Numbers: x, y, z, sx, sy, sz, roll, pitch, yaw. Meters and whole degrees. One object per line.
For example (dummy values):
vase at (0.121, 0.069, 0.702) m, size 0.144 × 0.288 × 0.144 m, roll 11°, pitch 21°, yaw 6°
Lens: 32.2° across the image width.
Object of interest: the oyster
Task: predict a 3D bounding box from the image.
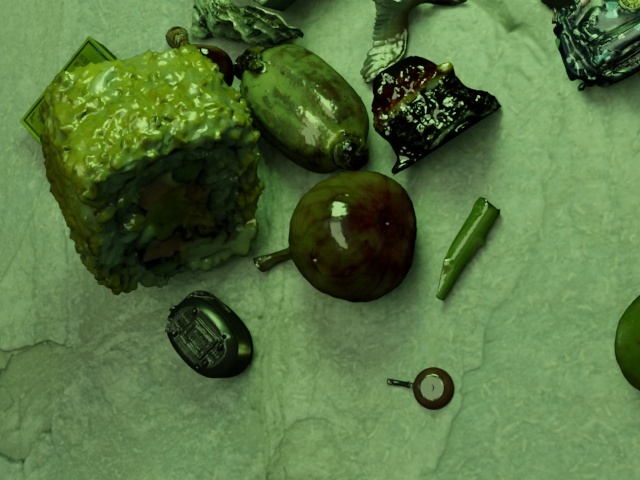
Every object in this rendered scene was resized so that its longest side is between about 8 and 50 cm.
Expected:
oyster at (-0.138, -0.393, 1.962) m, size 0.252 × 0.199 × 0.087 m, roll 15°, pitch 94°, yaw 13°

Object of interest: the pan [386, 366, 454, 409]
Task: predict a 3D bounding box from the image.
pan at (0.157, 0.235, 1.784) m, size 0.115 × 0.023 × 0.068 m, roll 5°, pitch 82°, yaw 23°

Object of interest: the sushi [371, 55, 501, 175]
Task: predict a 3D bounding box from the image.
sushi at (0.162, -0.222, 1.807) m, size 0.172 × 0.153 × 0.150 m, roll -34°, pitch 88°, yaw 34°

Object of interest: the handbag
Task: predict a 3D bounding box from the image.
handbag at (0.491, -0.342, 1.714) m, size 0.260 × 0.113 × 0.162 m, roll -26°, pitch 77°, yaw 8°

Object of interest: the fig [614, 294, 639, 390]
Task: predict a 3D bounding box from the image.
fig at (0.520, 0.148, 1.571) m, size 0.181 × 0.191 × 0.181 m, roll 0°, pitch 88°, yaw -11°

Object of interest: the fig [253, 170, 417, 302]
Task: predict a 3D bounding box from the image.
fig at (0.000, 0.000, 1.829) m, size 0.321 × 0.217 × 0.217 m, roll -9°, pitch 75°, yaw 44°

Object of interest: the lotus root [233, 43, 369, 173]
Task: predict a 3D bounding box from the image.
lotus root at (-0.023, -0.213, 1.880) m, size 0.173 × 0.173 × 0.309 m, roll -47°, pitch 62°, yaw 8°

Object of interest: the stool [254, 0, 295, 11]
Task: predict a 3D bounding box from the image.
stool at (-0.060, -0.574, 1.917) m, size 0.270 × 0.170 × 0.243 m, roll -37°, pitch 91°, yaw 14°

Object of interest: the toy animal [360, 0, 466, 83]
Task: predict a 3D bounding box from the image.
toy animal at (0.140, -0.403, 1.867) m, size 0.197 × 0.160 × 0.272 m, roll 5°, pitch 88°, yaw 22°

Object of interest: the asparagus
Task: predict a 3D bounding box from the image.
asparagus at (0.229, 0.015, 1.790) m, size 0.045 × 0.041 × 0.178 m, roll 30°, pitch 93°, yaw -20°

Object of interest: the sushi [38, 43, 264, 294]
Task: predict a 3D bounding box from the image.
sushi at (-0.261, -0.112, 1.829) m, size 0.351 × 0.396 × 0.240 m, roll -22°, pitch 54°, yaw -20°

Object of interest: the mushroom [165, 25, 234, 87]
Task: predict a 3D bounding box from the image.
mushroom at (-0.248, -0.326, 2.008) m, size 0.227 × 0.148 × 0.217 m, roll -36°, pitch 46°, yaw 37°

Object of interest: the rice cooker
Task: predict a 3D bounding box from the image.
rice cooker at (-0.192, 0.164, 1.904) m, size 0.165 × 0.106 × 0.112 m, roll 44°, pitch 102°, yaw 13°

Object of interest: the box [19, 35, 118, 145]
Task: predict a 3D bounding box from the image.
box at (-0.459, -0.262, 2.125) m, size 0.141 × 0.064 × 0.220 m, roll 43°, pitch 95°, yaw 24°

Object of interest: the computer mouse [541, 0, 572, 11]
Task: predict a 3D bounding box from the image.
computer mouse at (0.429, -0.473, 1.787) m, size 0.122 × 0.073 × 0.217 m, roll 40°, pitch 95°, yaw 25°
